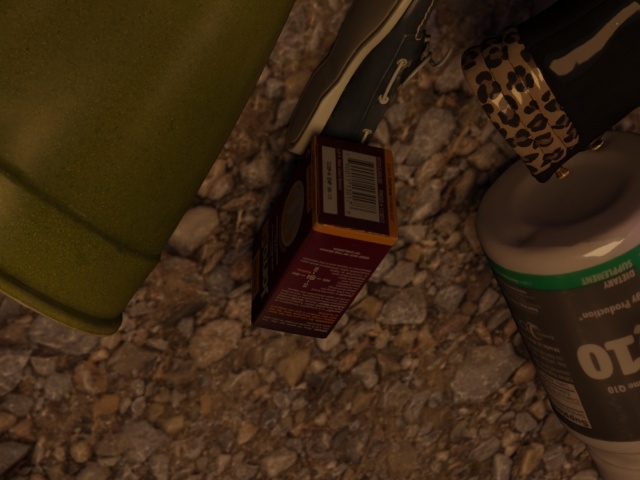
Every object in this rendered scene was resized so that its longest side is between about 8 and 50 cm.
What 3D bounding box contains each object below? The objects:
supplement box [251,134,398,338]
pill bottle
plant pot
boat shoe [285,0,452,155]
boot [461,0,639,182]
[{"bbox_3d":[0.000,0.000,1.388,0.081,0.104,0.188,11,144,-17],"label":"supplement box"},{"bbox_3d":[0.309,0.085,1.489,0.204,0.204,0.361,-26,122,3],"label":"pill bottle"},{"bbox_3d":[-0.191,-0.174,1.172,0.366,0.366,0.353,39,93,-28],"label":"plant pot"},{"bbox_3d":[0.059,-0.170,1.350,0.079,0.095,0.254,22,114,-21],"label":"boat shoe"},{"bbox_3d":[0.303,-0.163,1.329,0.284,0.138,0.377,-31,160,15],"label":"boot"}]
